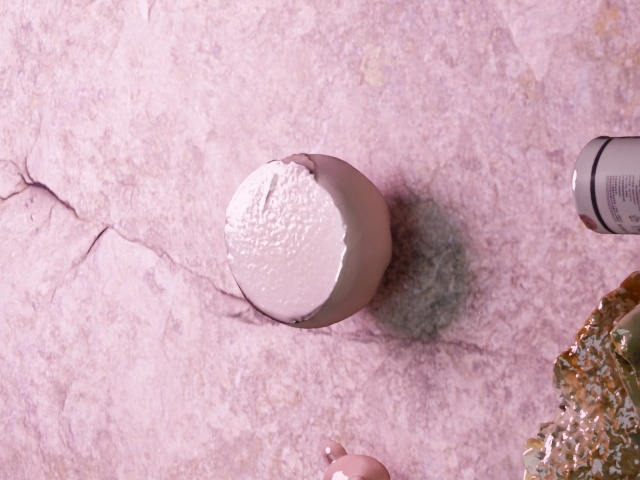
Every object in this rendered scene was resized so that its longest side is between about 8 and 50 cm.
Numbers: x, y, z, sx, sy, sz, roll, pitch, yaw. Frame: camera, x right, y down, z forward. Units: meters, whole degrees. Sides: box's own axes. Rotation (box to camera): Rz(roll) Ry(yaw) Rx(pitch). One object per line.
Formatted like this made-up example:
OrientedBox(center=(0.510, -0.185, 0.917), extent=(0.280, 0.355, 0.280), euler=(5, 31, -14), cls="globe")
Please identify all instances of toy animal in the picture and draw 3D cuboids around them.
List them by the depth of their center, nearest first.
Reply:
OrientedBox(center=(0.034, 0.271, 1.914), extent=(0.083, 0.089, 0.150), euler=(8, 105, 42), cls="toy animal")

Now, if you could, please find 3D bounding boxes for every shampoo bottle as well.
OrientedBox(center=(0.330, -0.046, 1.606), extent=(0.262, 0.085, 0.085), euler=(1, 91, 45), cls="shampoo bottle")

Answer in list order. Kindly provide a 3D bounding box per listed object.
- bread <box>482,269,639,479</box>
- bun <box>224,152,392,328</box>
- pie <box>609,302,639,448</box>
OrientedBox(center=(0.259, 0.173, 1.601), extent=(0.192, 0.171, 0.314), euler=(40, 106, 19), cls="bread")
OrientedBox(center=(0.000, 0.000, 1.923), extent=(0.173, 0.120, 0.173), euler=(3, 96, 39), cls="bun")
OrientedBox(center=(0.343, 0.059, 1.489), extent=(0.128, 0.282, 0.068), euler=(66, 173, -19), cls="pie")
